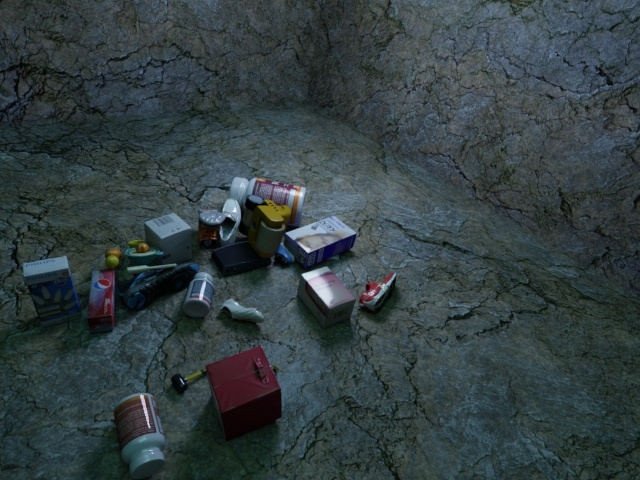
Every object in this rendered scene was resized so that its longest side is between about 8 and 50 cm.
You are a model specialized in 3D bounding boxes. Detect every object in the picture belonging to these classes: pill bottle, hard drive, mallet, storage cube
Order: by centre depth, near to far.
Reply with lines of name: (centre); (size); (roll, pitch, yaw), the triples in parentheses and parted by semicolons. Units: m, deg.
pill bottle: (-0.533, 0.576, 1.217); (0.121, 0.121, 0.216); (-11, 42, -28)
storage cube: (-0.248, 0.496, 1.337); (0.193, 0.215, 0.183); (-15, 45, -22)
mallet: (-0.426, 0.478, 1.453); (0.190, 0.039, 0.062); (-11, 43, -34)
pill bottle: (-0.501, 0.221, 1.707); (0.108, 0.108, 0.180); (6, 37, -8)
hard drive: (-0.379, 0.076, 1.978); (0.255, 0.054, 0.172); (-14, 44, -31)
pill bottle: (-0.289, -0.219, 2.252); (0.392, 0.224, 0.224); (11, 36, -2)

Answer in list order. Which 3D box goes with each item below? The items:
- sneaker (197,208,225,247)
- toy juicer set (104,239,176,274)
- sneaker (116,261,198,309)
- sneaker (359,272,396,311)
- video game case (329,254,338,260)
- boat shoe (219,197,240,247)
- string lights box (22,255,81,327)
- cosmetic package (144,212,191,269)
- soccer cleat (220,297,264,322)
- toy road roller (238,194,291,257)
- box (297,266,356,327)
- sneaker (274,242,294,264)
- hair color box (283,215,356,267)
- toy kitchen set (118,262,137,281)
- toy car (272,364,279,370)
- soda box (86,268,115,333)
sneaker: (-0.526, -0.047, 1.973); (0.125, 0.180, 0.321); (0, 12, -18)
toy juicer set: (-0.780, 0.062, 1.718); (0.329, 0.089, 0.209); (16, 21, 40)
sneaker: (-0.680, 0.156, 1.730); (0.140, 0.125, 0.341); (32, 38, 32)
sneaker: (0.274, 0.222, 1.938); (0.118, 0.107, 0.279); (21, 34, 27)
video game case: (0.020, 0.045, 2.164); (0.157, 0.019, 0.143); (9, 36, -3)
boat shoe: (-0.457, -0.104, 2.068); (0.098, 0.096, 0.277); (1, 65, -5)
string lights box: (-0.969, 0.187, 1.491); (0.133, 0.259, 0.077); (-13, 43, -29)
cosmetic package: (-0.694, 0.003, 1.876); (0.151, 0.183, 0.151); (34, 42, 29)
soccer cleat: (-0.321, 0.303, 1.691); (0.196, 0.068, 0.076); (20, 41, 22)
toy road roller: (-0.238, -0.080, 2.029); (0.241, 0.202, 0.329); (-2, 33, -35)
box: (0.022, 0.245, 1.808); (0.149, 0.126, 0.232); (-16, 45, -32)
sneaker: (-0.206, 0.065, 2.039); (0.085, 0.058, 0.152); (-17, 51, -46)
hair color box: (0.000, 0.000, 2.113); (0.339, 0.110, 0.185); (-23, 49, -36)
toy kitchen set: (-0.804, 0.158, 1.769); (0.068, 0.075, 0.083); (31, 80, 29)
toy car: (-0.221, 0.478, 1.524); (0.122, 0.060, 0.040); (22, -10, -14)
soda box: (-0.851, 0.231, 1.606); (0.083, 0.092, 0.263); (-4, 39, -22)
